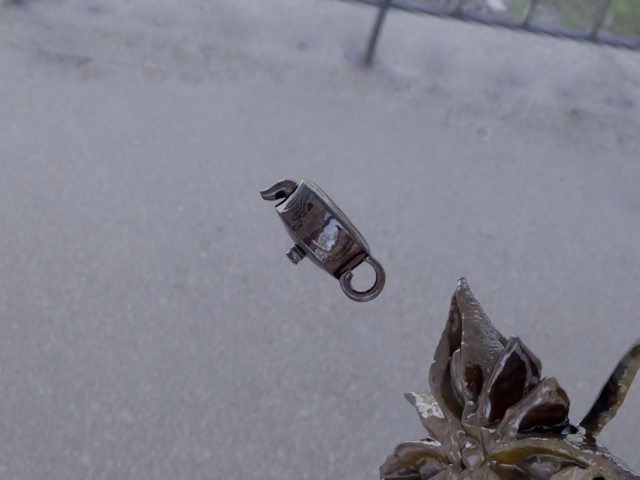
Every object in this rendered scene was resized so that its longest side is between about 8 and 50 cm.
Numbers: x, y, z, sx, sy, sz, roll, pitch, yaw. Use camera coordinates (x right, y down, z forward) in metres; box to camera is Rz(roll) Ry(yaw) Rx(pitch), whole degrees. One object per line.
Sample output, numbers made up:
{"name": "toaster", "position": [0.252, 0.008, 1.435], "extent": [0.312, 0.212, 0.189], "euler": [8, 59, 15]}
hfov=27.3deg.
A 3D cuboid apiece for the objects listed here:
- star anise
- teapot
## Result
{"name": "star anise", "position": [0.170, 0.188, 1.177], "extent": [0.109, 0.349, 0.292], "euler": [3, 23, -42]}
{"name": "teapot", "position": [0.000, 0.000, 0.820], "extent": [0.045, 0.068, 0.100], "euler": [-41, 75, 4]}
